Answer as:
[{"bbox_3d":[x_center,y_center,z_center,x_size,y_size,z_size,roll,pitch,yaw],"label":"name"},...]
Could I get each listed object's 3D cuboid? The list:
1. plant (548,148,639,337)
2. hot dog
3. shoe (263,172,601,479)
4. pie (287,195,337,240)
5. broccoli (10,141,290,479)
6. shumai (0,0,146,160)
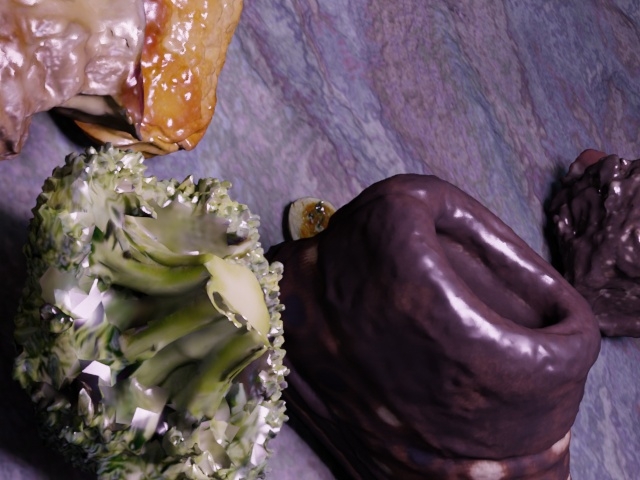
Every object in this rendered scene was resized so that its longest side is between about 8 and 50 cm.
[{"bbox_3d":[0.366,-0.012,1.436,0.204,0.178,0.234,36,49,-29],"label":"plant"},{"bbox_3d":[-0.134,-0.192,0.990,0.175,0.114,0.259,28,79,-46],"label":"hot dog"},{"bbox_3d":[0.123,0.121,1.003,0.384,0.237,0.171,49,38,-16],"label":"shoe"},{"bbox_3d":[0.000,0.000,1.119,0.085,0.017,0.085,28,48,-36],"label":"pie"},{"bbox_3d":[-0.107,0.064,0.821,0.198,0.176,0.226,-4,49,-40],"label":"broccoli"},{"bbox_3d":[-0.191,-0.134,0.820,0.209,0.153,0.161,-129,-143,-75],"label":"shumai"}]
